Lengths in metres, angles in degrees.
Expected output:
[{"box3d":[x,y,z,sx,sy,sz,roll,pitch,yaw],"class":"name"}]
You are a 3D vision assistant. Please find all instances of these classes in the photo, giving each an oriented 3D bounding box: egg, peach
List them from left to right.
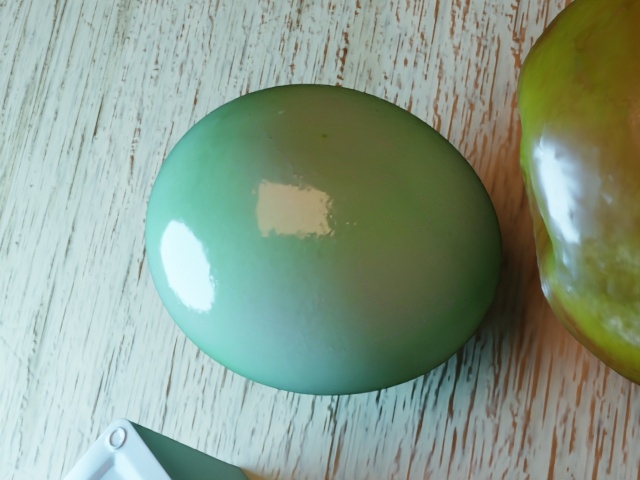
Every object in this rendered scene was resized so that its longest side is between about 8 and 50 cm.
[{"box3d":[0.000,0.000,1.187,0.270,0.220,0.220,14,76,42],"class":"egg"},{"box3d":[0.279,-0.047,0.968,0.332,0.308,0.307,-11,60,15],"class":"peach"}]

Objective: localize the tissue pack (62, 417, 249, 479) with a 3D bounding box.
[{"box3d":[-0.093,0.266,1.177,0.159,0.136,0.246,-49,47,6],"class":"tissue pack"}]
